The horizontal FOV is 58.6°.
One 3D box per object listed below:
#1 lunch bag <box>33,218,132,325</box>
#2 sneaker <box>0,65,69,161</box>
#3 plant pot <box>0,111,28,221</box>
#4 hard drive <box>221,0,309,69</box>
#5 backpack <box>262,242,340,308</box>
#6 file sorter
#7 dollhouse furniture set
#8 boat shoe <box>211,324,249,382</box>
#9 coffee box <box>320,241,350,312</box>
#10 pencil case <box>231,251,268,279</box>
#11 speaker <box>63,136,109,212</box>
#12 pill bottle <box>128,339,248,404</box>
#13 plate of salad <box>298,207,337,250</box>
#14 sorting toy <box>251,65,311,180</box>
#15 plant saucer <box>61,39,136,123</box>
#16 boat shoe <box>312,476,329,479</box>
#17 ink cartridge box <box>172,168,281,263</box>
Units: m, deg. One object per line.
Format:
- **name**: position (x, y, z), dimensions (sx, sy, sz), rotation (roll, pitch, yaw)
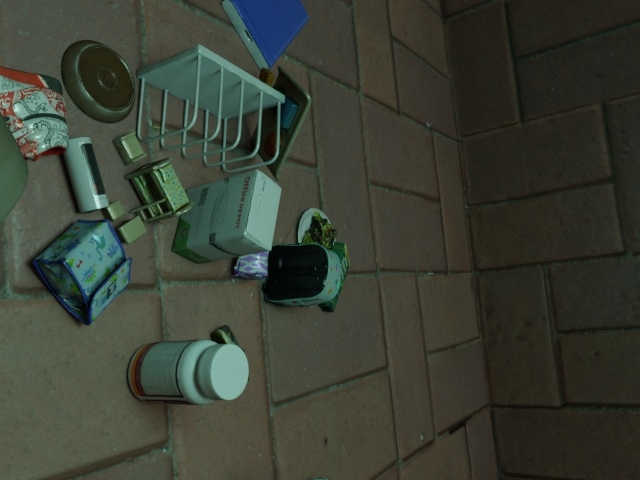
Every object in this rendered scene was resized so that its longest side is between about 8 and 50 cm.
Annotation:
- **lunch bag**: position (-0.412, 0.057, 1.024), dimensions (0.129, 0.096, 0.151), rotation (-60, 144, -47)
- **sneaker**: position (-0.526, -0.200, 0.909), dimensions (0.270, 0.090, 0.145), rotation (-9, 87, -59)
- **plant pot**: position (-0.541, -0.138, 0.717), dimensions (0.280, 0.323, 0.323), rotation (63, 34, -52)
- **hard drive**: position (-0.147, -0.658, 1.640), dimensions (0.210, 0.040, 0.318), rotation (57, 40, -31)
- **backpack**: position (-0.037, 0.092, 1.485), dimensions (0.144, 0.188, 0.166), rotation (30, 57, -50)
- **file sorter**: position (-0.240, -0.272, 1.270), dimensions (0.278, 0.193, 0.173), rotation (16, 72, -54)
- **dollhouse furniture set**: position (-0.363, -0.110, 1.123), dimensions (0.161, 0.101, 0.182), rotation (-48, 122, -50)
- **boat shoe**: position (-0.198, 0.265, 1.320), dimensions (0.049, 0.056, 0.152), rotation (-41, 116, -47)
- **coffee box**: position (0.041, 0.107, 1.696), dimensions (0.113, 0.040, 0.184), rotation (76, 28, -48)
- **pencil case**: position (-0.172, 0.000, 1.408), dimensions (0.088, 0.086, 0.206), rotation (10, 71, -27)
- **speaker**: position (-0.437, -0.120, 1.057), dimensions (0.055, 0.055, 0.136), rotation (-23, 101, -56)
- **pill bottle**: position (-0.252, 0.252, 1.090), dimensions (0.121, 0.221, 0.121), rotation (19, 66, -54)
- **plate of salad**: position (0.000, 0.000, 1.692), dimensions (0.200, 0.048, 0.200), rotation (20, 65, -52)
- **sorting toy**: position (-0.127, -0.317, 1.436), dimensions (0.041, 0.307, 0.229), rotation (8, 119, -31)
- **plant saucer**: position (-0.432, -0.320, 1.138), dimensions (0.168, 0.029, 0.168), rotation (19, 67, -54)
- **boat shoe**: position (-0.019, 0.658, 1.442), dimensions (0.320, 0.118, 0.103), rotation (8, 79, -49)
- **ink cartridge box**: position (-0.203, -0.048, 1.241), dimensions (0.092, 0.219, 0.160), rotation (36, 54, -47)
